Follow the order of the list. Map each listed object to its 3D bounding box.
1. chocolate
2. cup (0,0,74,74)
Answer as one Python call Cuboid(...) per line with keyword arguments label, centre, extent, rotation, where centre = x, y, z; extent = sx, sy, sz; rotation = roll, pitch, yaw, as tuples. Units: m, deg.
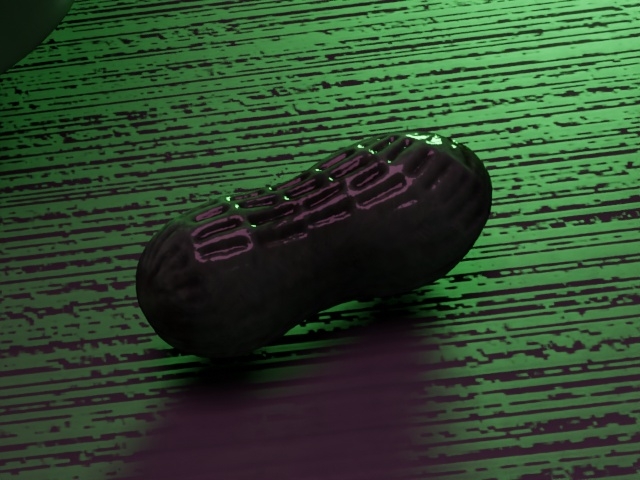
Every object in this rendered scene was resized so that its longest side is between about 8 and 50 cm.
Cuboid(label="chocolate", centre=(0.000, 0.000, 0.664), extent=(0.167, 0.072, 0.072), rotation=(-20, 41, -14))
Cuboid(label="cup", centre=(-0.270, -0.169, 0.838), extent=(0.347, 0.163, 0.347), rotation=(-5, 40, 4))
